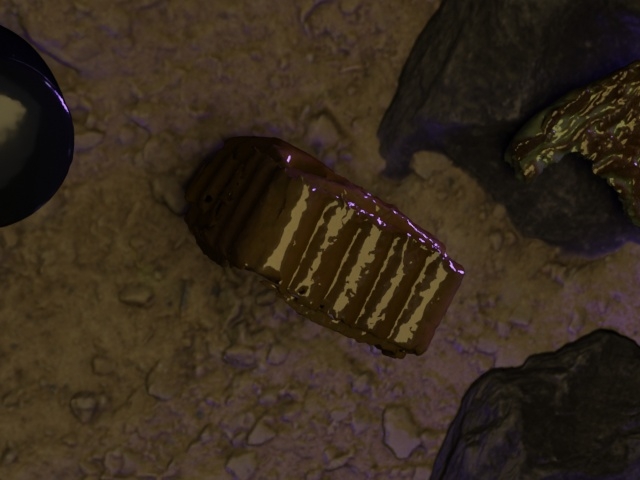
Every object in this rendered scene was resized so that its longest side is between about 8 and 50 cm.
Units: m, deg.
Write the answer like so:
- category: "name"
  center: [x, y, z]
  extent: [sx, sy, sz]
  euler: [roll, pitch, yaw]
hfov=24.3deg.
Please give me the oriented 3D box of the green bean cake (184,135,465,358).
- category: "green bean cake"
  center: [0.000, 0.000, 1.404]
  extent: [0.230, 0.224, 0.131]
  euler: [29, 93, -25]

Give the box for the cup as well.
- category: "cup"
  center: [-0.321, -0.092, 1.261]
  extent: [0.223, 0.176, 0.169]
  euler: [-14, 114, -20]

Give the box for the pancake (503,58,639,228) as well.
- category: "pancake"
  center: [0.369, -0.102, 1.631]
  extent: [0.377, 0.054, 0.197]
  euler: [3, 103, -22]
